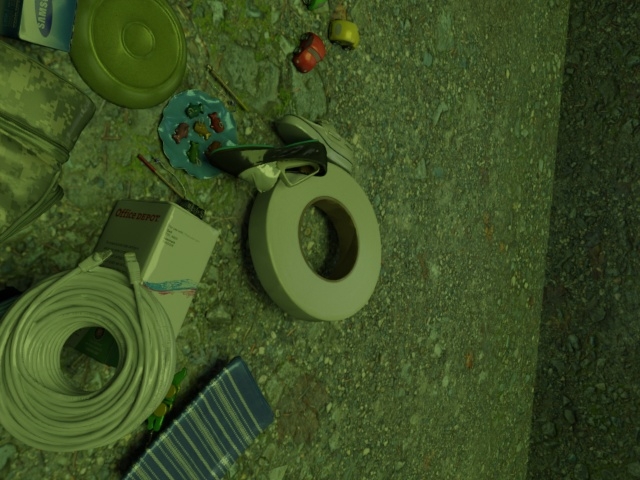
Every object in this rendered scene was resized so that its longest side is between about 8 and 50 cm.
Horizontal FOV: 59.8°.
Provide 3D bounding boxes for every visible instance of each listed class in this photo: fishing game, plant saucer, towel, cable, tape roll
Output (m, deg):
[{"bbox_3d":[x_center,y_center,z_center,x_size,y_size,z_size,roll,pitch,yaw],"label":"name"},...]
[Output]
[{"bbox_3d":[-0.242,-0.215,1.145,0.189,0.041,0.264,50,62,-35],"label":"fishing game"},{"bbox_3d":[-0.342,-0.366,1.025,0.240,0.037,0.241,-8,101,-44],"label":"plant saucer"},{"bbox_3d":[-0.244,0.439,1.200,0.336,0.040,0.243,-46,135,-32],"label":"towel"},{"bbox_3d":[-0.341,0.167,0.805,0.257,0.089,0.257,-24,81,-8],"label":"cable"},{"bbox_3d":[0.000,0.000,1.338,0.392,0.072,0.392,10,76,-43],"label":"tape roll"}]

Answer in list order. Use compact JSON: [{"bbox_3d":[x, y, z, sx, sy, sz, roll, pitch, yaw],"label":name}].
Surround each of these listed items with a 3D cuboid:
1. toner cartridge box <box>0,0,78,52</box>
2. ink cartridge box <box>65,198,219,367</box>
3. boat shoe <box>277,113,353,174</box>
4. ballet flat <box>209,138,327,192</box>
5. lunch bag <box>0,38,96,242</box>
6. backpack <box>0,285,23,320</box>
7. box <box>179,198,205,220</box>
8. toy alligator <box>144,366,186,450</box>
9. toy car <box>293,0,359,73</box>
[{"bbox_3d":[-0.404,-0.465,0.807,0.075,0.165,0.348,2,106,-45],"label":"toner cartridge box"},{"bbox_3d":[-0.323,0.076,0.983,0.117,0.201,0.278,34,71,-43],"label":"ink cartridge box"},{"bbox_3d":[0.000,-0.248,1.349,0.267,0.096,0.088,28,71,-45],"label":"boat shoe"},{"bbox_3d":[-0.095,-0.159,1.186,0.280,0.095,0.096,-12,80,-32],"label":"ballet flat"},{"bbox_3d":[-0.476,-0.108,0.739,0.212,0.305,0.256,34,68,-40],"label":"lunch bag"},{"bbox_3d":[-0.506,0.181,0.872,0.158,0.116,0.173,-29,116,-40],"label":"backpack"},{"bbox_3d":[-0.272,-0.035,1.134,0.067,0.018,0.083,41,65,-65],"label":"box"},{"bbox_3d":[-0.332,0.338,1.123,0.051,0.056,0.190,25,82,1],"label":"toy alligator"},{"bbox_3d":[0.006,-0.546,1.343,0.239,0.053,0.225,-37,120,-36],"label":"toy car"}]
